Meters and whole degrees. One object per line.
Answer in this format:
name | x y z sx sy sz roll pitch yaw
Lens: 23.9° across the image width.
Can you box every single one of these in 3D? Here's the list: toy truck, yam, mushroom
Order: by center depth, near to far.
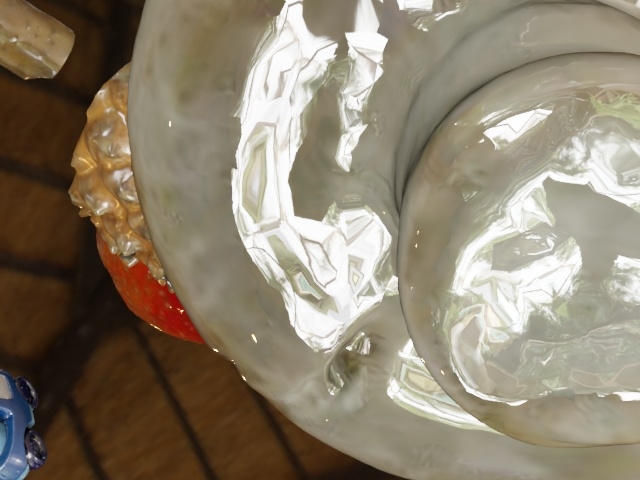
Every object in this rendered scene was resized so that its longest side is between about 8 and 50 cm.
mushroom | 0.058 -0.020 0.419 0.243 0.243 0.243 47 -165 -17
yam | -0.288 -0.187 0.867 0.327 0.045 0.045 31 -166 -28
toy truck | -0.219 0.091 0.932 0.074 0.063 0.136 44 -160 -54

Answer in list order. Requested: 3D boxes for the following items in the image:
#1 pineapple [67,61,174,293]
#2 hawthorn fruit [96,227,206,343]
pineapple | -0.001 0.001 1.115 0.357 0.223 0.223 40 -167 7
hawthorn fruit | -0.080 0.012 1.542 0.300 0.254 0.254 41 -175 37
